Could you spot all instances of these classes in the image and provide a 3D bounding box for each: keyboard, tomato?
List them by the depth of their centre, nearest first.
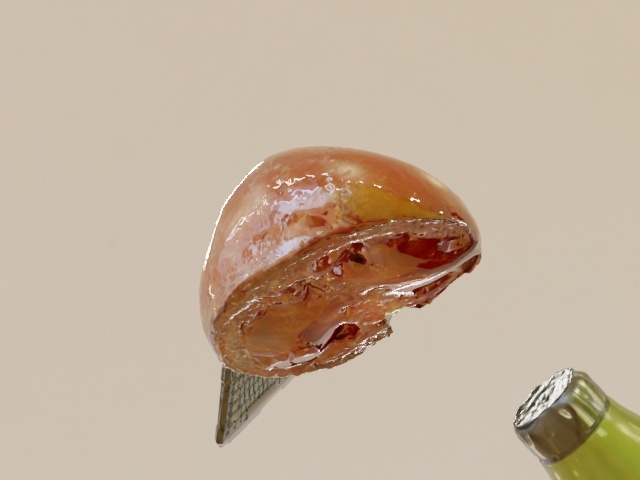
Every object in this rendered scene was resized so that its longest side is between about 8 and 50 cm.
[{"bbox_3d":[0.000,0.000,1.167,0.233,0.139,0.200,-34,-30,18],"label":"tomato"},{"bbox_3d":[-0.044,0.112,1.453,0.016,0.262,0.106,12,-69,17],"label":"keyboard"}]

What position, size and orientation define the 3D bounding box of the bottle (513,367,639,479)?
[{"bbox_3d":[0.251,0.205,1.089,0.260,0.112,0.112,46,-49,-7],"label":"bottle"}]
